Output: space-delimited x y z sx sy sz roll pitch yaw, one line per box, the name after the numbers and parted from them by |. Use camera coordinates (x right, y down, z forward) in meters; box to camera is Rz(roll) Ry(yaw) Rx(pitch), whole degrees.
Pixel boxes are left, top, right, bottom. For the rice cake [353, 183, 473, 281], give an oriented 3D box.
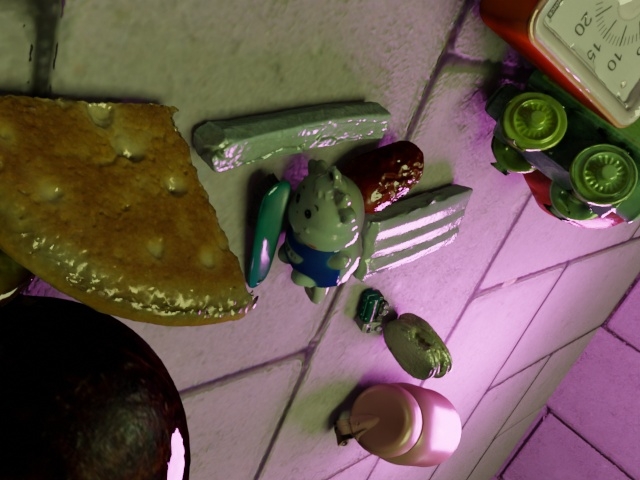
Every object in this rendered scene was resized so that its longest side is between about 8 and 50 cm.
0.144 -0.019 0.964 0.237 0.043 0.127 -21 137 -38 | rice cake

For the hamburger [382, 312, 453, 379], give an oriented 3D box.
0.176 0.198 1.143 0.062 0.140 0.133 -34 178 -23 | hamburger

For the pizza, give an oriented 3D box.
-0.166 -0.038 0.495 0.292 0.197 0.058 34 137 -27 | pizza

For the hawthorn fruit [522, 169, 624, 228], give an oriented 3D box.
0.465 -0.140 1.087 0.242 0.242 0.272 -49 175 0 | hawthorn fruit

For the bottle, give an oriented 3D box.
0.162 0.393 1.310 0.207 0.173 0.297 -21 155 20 | bottle

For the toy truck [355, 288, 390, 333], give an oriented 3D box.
0.085 0.119 1.044 0.044 0.039 0.083 -7 129 -25 | toy truck

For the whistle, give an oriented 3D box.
0.000 0.000 0.756 0.092 0.110 0.244 -20 147 -23 | whistle

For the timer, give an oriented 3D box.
0.359 -0.299 0.737 0.250 0.161 0.257 28 103 -22 | timer

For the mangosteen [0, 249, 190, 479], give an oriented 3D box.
-0.263 0.169 0.465 0.330 0.330 0.330 -31 143 -26 | mangosteen

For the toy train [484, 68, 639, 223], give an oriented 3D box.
0.372 -0.149 0.891 0.188 0.272 0.159 -48 168 -2 | toy train

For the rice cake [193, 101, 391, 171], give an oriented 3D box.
-0.023 -0.117 0.661 0.245 0.045 0.042 -19 140 -38 | rice cake

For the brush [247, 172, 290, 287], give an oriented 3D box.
-0.071 -0.008 0.740 0.043 0.032 0.193 -32 156 -34 | brush

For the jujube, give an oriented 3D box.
0.078 -0.085 0.788 0.129 0.077 0.077 -36 146 -28 | jujube
